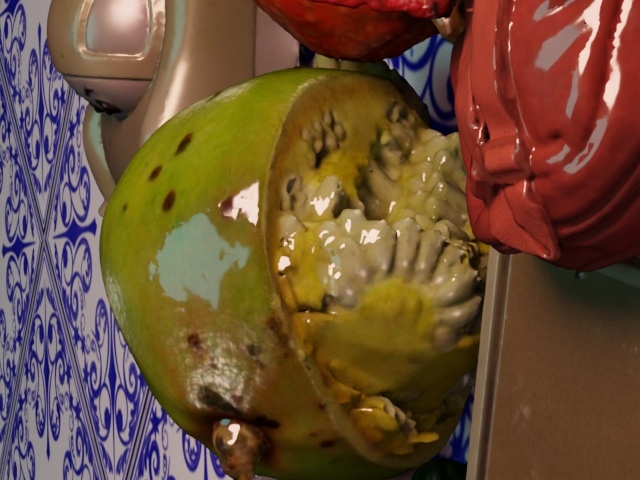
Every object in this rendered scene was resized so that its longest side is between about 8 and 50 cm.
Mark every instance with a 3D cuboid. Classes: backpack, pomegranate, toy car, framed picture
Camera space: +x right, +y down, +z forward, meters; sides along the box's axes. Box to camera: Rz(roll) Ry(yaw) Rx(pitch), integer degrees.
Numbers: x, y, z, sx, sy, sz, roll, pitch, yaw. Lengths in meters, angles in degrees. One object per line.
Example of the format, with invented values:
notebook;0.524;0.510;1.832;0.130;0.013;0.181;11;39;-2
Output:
backpack;0.129;-0.091;0.857;0.229;0.139;0.229;-167;90;-73
pomegranate;0.000;0.000;1.097;0.340;0.261;0.260;-72;1;-48
toy car;-0.133;-0.159;1.433;0.242;0.226;0.336;-157;70;-67
framed picture;0.172;0.135;0.860;0.324;0.020;0.240;23;113;57

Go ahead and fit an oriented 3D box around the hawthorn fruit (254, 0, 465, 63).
hawthorn fruit;0.040;-0.199;1.043;0.253;0.205;0.205;59;144;36

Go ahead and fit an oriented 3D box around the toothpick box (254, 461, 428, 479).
toothpick box;0.014;0.159;1.237;0.149;0.098;0.098;118;145;-51

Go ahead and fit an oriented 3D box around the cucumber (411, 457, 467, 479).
cucumber;0.095;0.246;1.082;0.069;0.069;0.227;143;121;-64

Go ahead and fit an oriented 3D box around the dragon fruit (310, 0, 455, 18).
dragon fruit;0.018;-0.170;0.865;0.063;0.131;0.097;104;174;-56
